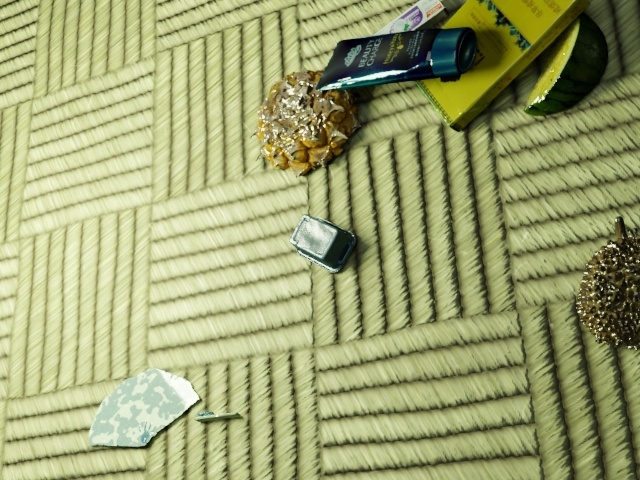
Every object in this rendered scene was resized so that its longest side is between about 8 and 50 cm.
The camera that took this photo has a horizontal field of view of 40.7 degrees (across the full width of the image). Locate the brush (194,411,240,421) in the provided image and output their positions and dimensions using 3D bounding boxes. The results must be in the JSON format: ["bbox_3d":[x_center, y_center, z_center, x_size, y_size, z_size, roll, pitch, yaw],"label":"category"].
[{"bbox_3d":[-0.170,0.289,1.425,0.083,0.016,0.013,-11,56,24],"label":"brush"}]

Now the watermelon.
[{"bbox_3d":[0.393,-0.270,1.323,0.181,0.075,0.092,-66,13,-10],"label":"watermelon"}]

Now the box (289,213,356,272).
[{"bbox_3d":[0.000,0.000,1.418,0.099,0.054,0.074,26,84,33],"label":"box"}]

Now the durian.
[{"bbox_3d":[0.413,0.051,1.161,0.148,0.091,0.188,-9,66,25],"label":"durian"}]

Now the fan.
[{"bbox_3d":[-0.312,0.294,1.502,0.240,0.009,0.131,-24,62,19],"label":"fan"}]

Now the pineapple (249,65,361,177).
[{"bbox_3d":[-0.033,-0.217,1.504,0.224,0.076,0.225,-10,68,27],"label":"pineapple"}]

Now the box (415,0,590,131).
[{"bbox_3d":[0.271,-0.322,1.364,0.279,0.041,0.153,-45,57,23],"label":"box"}]

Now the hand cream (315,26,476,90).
[{"bbox_3d":[0.120,-0.296,1.408,0.270,0.061,0.120,2,57,38],"label":"hand cream"}]

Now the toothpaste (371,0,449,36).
[{"bbox_3d":[0.129,-0.350,1.487,0.196,0.040,0.047,-34,63,13],"label":"toothpaste"}]
